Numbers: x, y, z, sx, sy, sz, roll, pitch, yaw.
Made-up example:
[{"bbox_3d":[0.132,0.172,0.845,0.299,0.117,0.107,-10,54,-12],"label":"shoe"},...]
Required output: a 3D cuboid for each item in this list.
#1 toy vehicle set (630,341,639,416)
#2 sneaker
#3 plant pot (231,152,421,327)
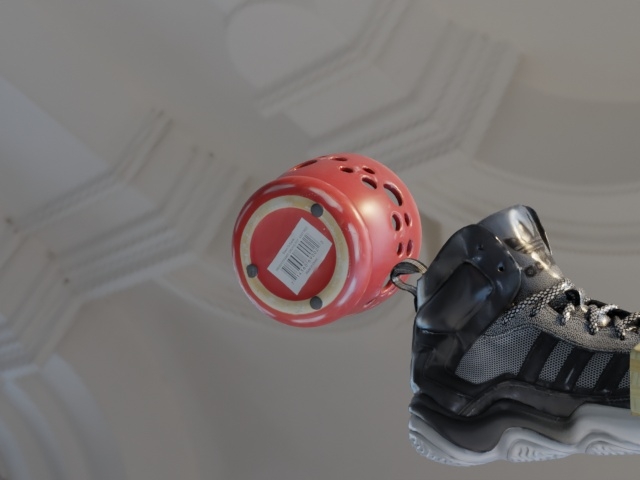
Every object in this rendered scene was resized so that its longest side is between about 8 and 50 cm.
[{"bbox_3d":[0.301,0.058,0.606,0.266,0.035,0.166,8,-157,37],"label":"toy vehicle set"},{"bbox_3d":[0.156,0.048,0.795,0.268,0.153,0.101,-14,-178,36],"label":"sneaker"},{"bbox_3d":[0.000,0.000,1.491,0.191,0.191,0.174,-40,171,24],"label":"plant pot"}]
